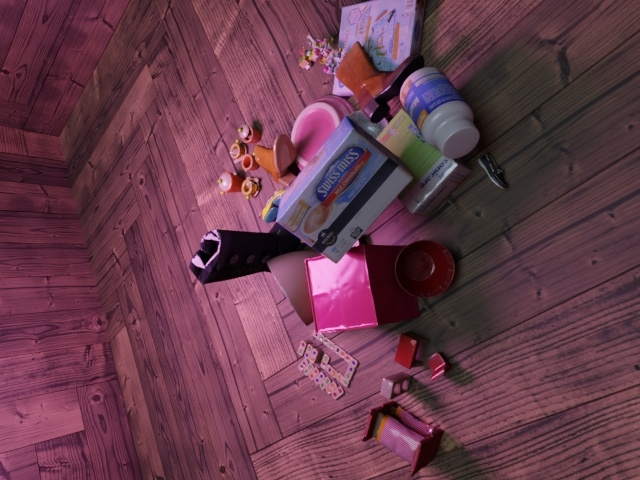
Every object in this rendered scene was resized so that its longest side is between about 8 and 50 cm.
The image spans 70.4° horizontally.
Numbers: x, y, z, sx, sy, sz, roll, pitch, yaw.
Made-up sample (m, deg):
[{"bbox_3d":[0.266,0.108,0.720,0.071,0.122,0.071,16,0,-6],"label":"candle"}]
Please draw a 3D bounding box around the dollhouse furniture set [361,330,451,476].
[{"bbox_3d":[0.287,0.503,1.438,0.202,0.152,0.373,19,101,39],"label":"dollhouse furniture set"}]

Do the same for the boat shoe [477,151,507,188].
[{"bbox_3d":[0.515,-0.207,1.341,0.038,0.046,0.125,-47,52,34],"label":"boat shoe"}]

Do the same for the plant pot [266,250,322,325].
[{"bbox_3d":[-0.045,0.148,1.687,0.191,0.284,0.284,-32,64,-3],"label":"plant pot"}]

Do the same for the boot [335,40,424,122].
[{"bbox_3d":[0.194,-0.579,1.534,0.264,0.096,0.280,-52,52,37],"label":"boot"}]

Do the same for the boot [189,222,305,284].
[{"bbox_3d":[-0.240,-0.019,1.710,0.146,0.446,0.366,33,109,36],"label":"boot"}]

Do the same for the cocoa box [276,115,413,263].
[{"bbox_3d":[0.060,-0.156,1.357,0.347,0.228,0.231,-49,17,17],"label":"cocoa box"}]

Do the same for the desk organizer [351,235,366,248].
[{"bbox_3d":[0.104,0.022,1.680,0.130,0.047,0.050,-24,71,37],"label":"desk organizer"}]

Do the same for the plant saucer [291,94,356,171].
[{"bbox_3d":[0.002,-0.400,1.757,0.333,0.084,0.331,-2,87,40],"label":"plant saucer"}]

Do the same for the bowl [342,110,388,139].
[{"bbox_3d":[0.156,-0.373,1.609,0.170,0.080,0.170,-2,59,3],"label":"bowl"}]

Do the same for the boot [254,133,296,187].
[{"bbox_3d":[-0.196,-0.341,1.820,0.104,0.295,0.211,-42,59,-19],"label":"boot"}]

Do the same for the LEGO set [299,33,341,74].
[{"bbox_3d":[-0.026,-0.718,1.724,0.287,0.107,0.132,40,120,52],"label":"LEGO set"}]

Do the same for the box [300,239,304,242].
[{"bbox_3d":[0.000,0.000,1.746,0.136,0.081,0.028,1,89,40],"label":"box"}]

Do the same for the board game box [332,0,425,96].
[{"bbox_3d":[0.200,-0.683,1.608,0.318,0.066,0.318,11,96,40],"label":"board game box"}]

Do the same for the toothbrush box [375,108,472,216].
[{"bbox_3d":[0.305,-0.249,1.469,0.206,0.122,0.283,-50,58,26],"label":"toothbrush box"}]

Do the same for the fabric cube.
[{"bbox_3d":[0.138,0.157,1.509,0.254,0.258,0.258,-15,79,40],"label":"fabric cube"}]

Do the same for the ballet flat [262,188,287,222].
[{"bbox_3d":[-0.181,-0.164,1.904,0.231,0.077,0.077,-44,48,41],"label":"ballet flat"}]

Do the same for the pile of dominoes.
[{"bbox_3d":[0.012,0.481,1.748,0.251,0.040,0.195,30,107,37],"label":"pile of dominoes"}]

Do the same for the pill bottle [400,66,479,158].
[{"bbox_3d":[0.349,-0.369,1.325,0.152,0.153,0.271,-44,47,31],"label":"pill bottle"}]

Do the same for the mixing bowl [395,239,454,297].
[{"bbox_3d":[0.321,0.086,1.438,0.182,0.098,0.181,0,91,1],"label":"mixing bowl"}]

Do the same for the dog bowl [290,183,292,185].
[{"bbox_3d":[0.011,-0.145,1.620,0.265,0.265,0.104,-48,55,28],"label":"dog bowl"}]

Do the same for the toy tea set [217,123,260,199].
[{"bbox_3d":[-0.372,-0.354,2.044,0.200,0.124,0.335,5,92,40],"label":"toy tea set"}]
